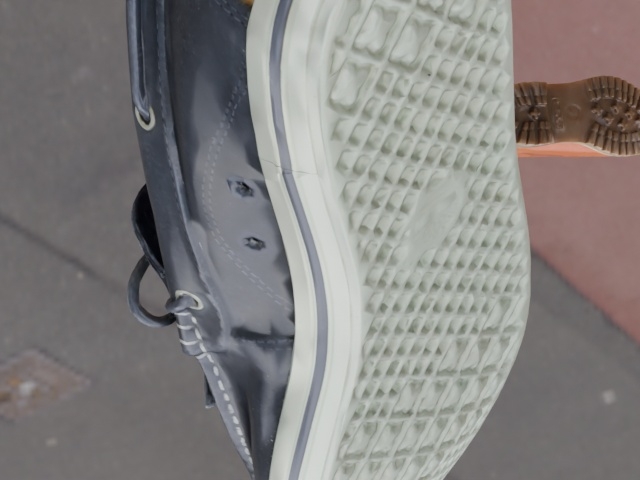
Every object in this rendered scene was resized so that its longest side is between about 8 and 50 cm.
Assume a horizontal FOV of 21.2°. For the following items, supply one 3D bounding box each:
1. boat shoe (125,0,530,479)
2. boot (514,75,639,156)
[{"bbox_3d":[0.000,0.000,0.882,0.187,0.156,0.500,-40,146,-27],"label":"boat shoe"},{"bbox_3d":[0.176,-0.088,1.281,0.158,0.059,0.084,2,171,-26],"label":"boot"}]
